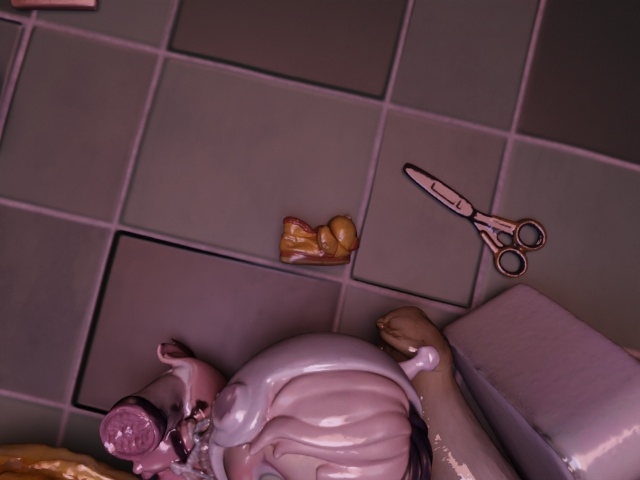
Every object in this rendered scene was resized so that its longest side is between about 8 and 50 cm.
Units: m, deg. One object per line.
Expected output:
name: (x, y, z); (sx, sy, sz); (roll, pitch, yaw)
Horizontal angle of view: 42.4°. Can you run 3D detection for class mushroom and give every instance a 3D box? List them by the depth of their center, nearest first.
mushroom: (0.171, 0.271, 1.037); (0.126, 0.177, 0.397); (-27, 83, -22)

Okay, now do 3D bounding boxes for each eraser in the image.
eraser: (0.302, 0.217, 0.976); (0.150, 0.331, 0.331); (-29, 88, -4)

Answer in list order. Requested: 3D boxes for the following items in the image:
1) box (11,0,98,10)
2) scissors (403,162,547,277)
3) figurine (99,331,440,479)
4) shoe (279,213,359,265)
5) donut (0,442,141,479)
box: (-0.360, -0.337, 1.119); (0.115, 0.025, 0.048); (1, 85, -2)
scissors: (0.204, -0.039, 1.132); (0.220, 0.017, 0.088); (35, 89, 0)
figurine: (-0.052, 0.209, 0.944); (0.361, 0.253, 0.211); (-2, 68, 28)
shoe: (-0.001, 0.000, 1.091); (0.109, 0.072, 0.069); (-3, 92, -3)
donut: (-0.337, 0.451, 0.967); (0.449, 0.198, 0.449); (0, 95, 3)
